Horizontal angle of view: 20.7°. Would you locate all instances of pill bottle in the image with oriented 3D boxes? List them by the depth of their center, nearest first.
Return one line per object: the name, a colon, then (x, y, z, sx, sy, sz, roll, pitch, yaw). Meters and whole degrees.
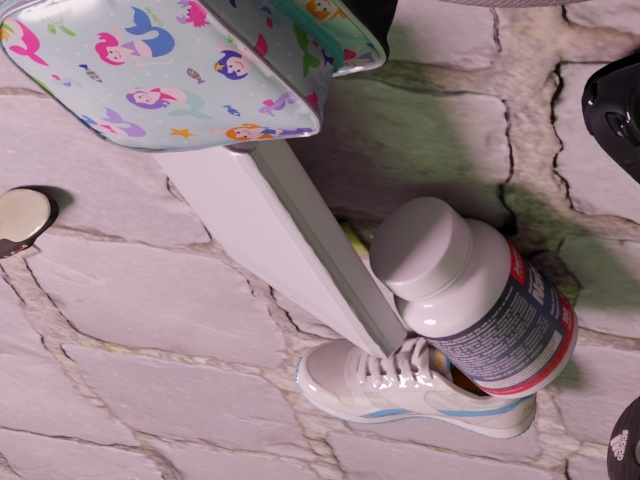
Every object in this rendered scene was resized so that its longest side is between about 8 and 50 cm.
pill bottle: (0.123, 0.044, 1.425, 0.108, 0.108, 0.180, -6, 146, 38)

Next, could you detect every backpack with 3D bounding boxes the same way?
backpack: (-0.096, -0.166, 1.068, 0.254, 0.191, 0.225, 1, 151, 38)

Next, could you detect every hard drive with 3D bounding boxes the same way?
hard drive: (-0.057, -0.036, 1.359, 0.203, 0.040, 0.307, 33, 167, 35)

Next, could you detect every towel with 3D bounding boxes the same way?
towel: (0.000, 0.000, 1.522, 0.083, 0.009, 0.060, -1, 148, 30)

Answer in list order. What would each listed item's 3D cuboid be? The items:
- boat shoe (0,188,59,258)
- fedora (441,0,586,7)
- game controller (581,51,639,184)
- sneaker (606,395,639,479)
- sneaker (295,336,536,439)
boat shoe: (-0.282, -0.016, 1.624, 0.042, 0.049, 0.133, 2, 162, -44)
fedora: (0.088, -0.223, 0.816, 0.244, 0.275, 0.124, 19, 130, 17)
game controller: (0.323, -0.041, 1.213, 0.166, 0.067, 0.319, -24, 135, 33)
sneaker: (0.506, 0.232, 1.558, 0.448, 0.169, 0.257, 5, 161, 39)
sneaker: (0.089, 0.123, 1.640, 0.229, 0.087, 0.092, 5, 145, 8)
